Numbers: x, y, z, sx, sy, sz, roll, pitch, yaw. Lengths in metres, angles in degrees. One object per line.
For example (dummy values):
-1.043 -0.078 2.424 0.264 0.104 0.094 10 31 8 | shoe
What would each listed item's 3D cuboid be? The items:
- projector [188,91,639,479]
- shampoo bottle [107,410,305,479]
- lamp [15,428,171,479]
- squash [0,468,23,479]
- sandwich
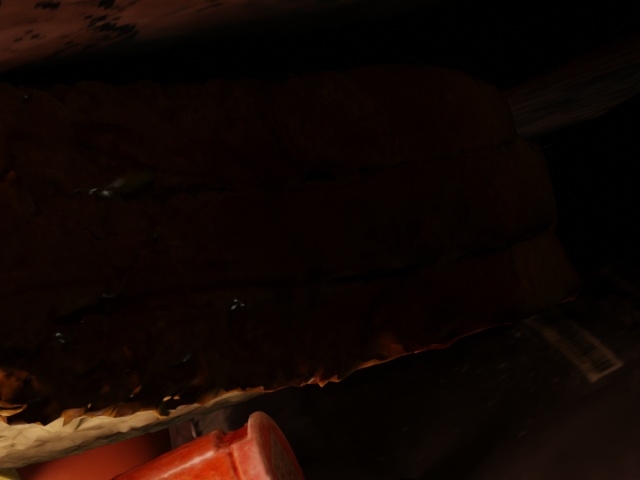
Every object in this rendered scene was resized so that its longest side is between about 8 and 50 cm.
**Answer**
0.165 0.086 0.678 0.405 0.242 0.395 -31 -166 -2 | projector
-0.108 0.114 0.502 0.221 0.051 0.108 -26 157 8 | shampoo bottle
-0.178 0.112 0.910 0.164 0.188 0.187 -19 179 -36 | lamp
-0.288 0.124 0.774 0.237 0.204 0.155 -34 -171 43 | squash
-0.088 0.024 0.565 0.271 0.099 0.301 -13 174 -46 | sandwich
